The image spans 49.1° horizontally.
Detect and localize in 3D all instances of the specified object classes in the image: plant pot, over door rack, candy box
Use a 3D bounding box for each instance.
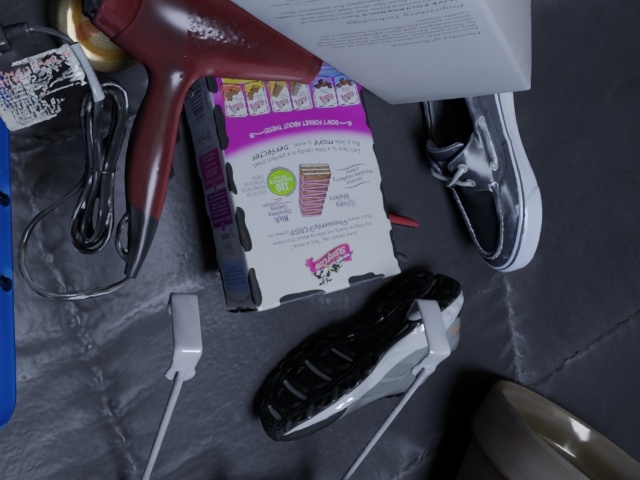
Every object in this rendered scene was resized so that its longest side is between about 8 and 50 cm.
[{"bbox_3d":[0.272,0.379,0.855,0.323,0.323,0.280,26,101,-34],"label":"plant pot"},{"bbox_3d":[-0.040,0.200,0.623,0.239,0.108,0.324,4,124,-23],"label":"over door rack"},{"bbox_3d":[-0.028,-0.064,0.653,0.159,0.071,0.234,-12,90,-31],"label":"candy box"}]

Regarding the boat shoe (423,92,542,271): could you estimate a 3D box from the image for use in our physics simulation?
[{"bbox_3d":[0.166,-0.100,0.782,0.102,0.108,0.302,-20,107,-28],"label":"boat shoe"}]

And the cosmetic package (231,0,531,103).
[{"bbox_3d":[0.068,-0.238,0.546,0.365,0.155,0.197,-3,91,-66],"label":"cosmetic package"}]

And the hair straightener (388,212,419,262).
[{"bbox_3d":[0.000,0.000,0.729,0.230,0.047,0.089,11,93,-34],"label":"hair straightener"}]

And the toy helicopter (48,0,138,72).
[{"bbox_3d":[-0.093,-0.289,0.587,0.235,0.140,0.355,32,92,-42],"label":"toy helicopter"}]

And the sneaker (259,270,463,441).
[{"bbox_3d":[0.058,0.143,0.768,0.271,0.100,0.108,-29,123,-23],"label":"sneaker"}]

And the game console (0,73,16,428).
[{"bbox_3d":[-0.351,-0.010,0.439,0.250,0.173,0.293,-8,72,-4],"label":"game console"}]

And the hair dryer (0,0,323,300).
[{"bbox_3d":[-0.128,-0.108,0.543,0.293,0.080,0.224,-29,121,-18],"label":"hair dryer"}]
